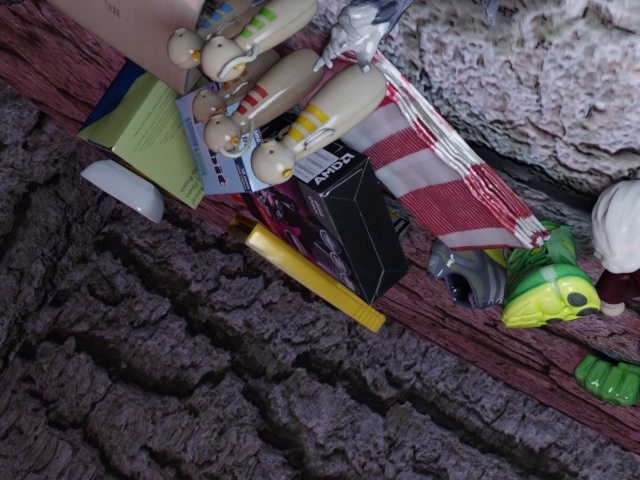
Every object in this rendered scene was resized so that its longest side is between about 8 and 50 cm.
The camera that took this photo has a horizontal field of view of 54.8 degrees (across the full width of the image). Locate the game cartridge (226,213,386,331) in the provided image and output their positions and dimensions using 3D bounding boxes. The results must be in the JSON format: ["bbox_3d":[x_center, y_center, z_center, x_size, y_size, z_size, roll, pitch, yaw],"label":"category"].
[{"bbox_3d":[-0.034,0.062,1.259,0.324,0.052,0.285,35,176,-17],"label":"game cartridge"}]

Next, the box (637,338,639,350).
[{"bbox_3d":[0.608,0.210,0.939,0.183,0.059,0.233,20,166,45],"label":"box"}]

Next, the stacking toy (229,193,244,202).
[{"bbox_3d":[-0.225,-0.163,1.392,0.141,0.141,0.330,26,174,28],"label":"stacking toy"}]

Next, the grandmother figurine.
[{"bbox_3d":[0.403,0.054,0.677,0.342,0.104,0.208,39,141,-27],"label":"grandmother figurine"}]

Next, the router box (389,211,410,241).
[{"bbox_3d":[0.073,-0.012,1.149,0.133,0.046,0.179,28,-145,15],"label":"router box"}]

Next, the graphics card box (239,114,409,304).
[{"bbox_3d":[-0.035,-0.078,0.974,0.371,0.094,0.232,35,157,45],"label":"graphics card box"}]

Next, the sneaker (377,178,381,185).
[{"bbox_3d":[0.022,-0.111,1.030,0.087,0.083,0.221,44,162,-33],"label":"sneaker"}]

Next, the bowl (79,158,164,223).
[{"bbox_3d":[-0.341,-0.092,1.094,0.142,0.053,0.142,30,172,1],"label":"bowl"}]

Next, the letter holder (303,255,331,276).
[{"bbox_3d":[0.000,0.000,1.471,0.214,0.152,0.302,40,167,-36],"label":"letter holder"}]

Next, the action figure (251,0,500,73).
[{"bbox_3d":[0.017,-0.196,0.408,0.276,0.141,0.164,23,157,46],"label":"action figure"}]

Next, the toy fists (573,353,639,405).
[{"bbox_3d":[0.657,0.314,1.249,0.279,0.096,0.142,24,179,28],"label":"toy fists"}]

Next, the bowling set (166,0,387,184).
[{"bbox_3d":[-0.090,-0.192,0.616,0.287,0.154,0.199,30,158,56],"label":"bowling set"}]

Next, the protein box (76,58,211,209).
[{"bbox_3d":[-0.274,-0.200,1.103,0.136,0.199,0.201,24,169,41],"label":"protein box"}]

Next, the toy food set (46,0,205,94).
[{"bbox_3d":[-0.229,-0.316,0.756,0.220,0.092,0.306,34,163,-8],"label":"toy food set"}]

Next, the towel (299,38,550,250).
[{"bbox_3d":[0.104,-0.101,0.763,0.329,0.037,0.237,44,169,-10],"label":"towel"}]

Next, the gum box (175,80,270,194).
[{"bbox_3d":[-0.143,-0.147,0.902,0.184,0.041,0.156,5,114,59],"label":"gum box"}]

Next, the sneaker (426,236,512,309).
[{"bbox_3d":[0.281,0.070,1.034,0.300,0.121,0.111,35,170,-24],"label":"sneaker"}]

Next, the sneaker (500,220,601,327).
[{"bbox_3d":[0.269,0.039,0.765,0.110,0.123,0.295,-14,175,15],"label":"sneaker"}]

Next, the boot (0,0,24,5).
[{"bbox_3d":[-0.525,-0.441,0.762,0.348,0.131,0.260,28,165,15],"label":"boot"}]
